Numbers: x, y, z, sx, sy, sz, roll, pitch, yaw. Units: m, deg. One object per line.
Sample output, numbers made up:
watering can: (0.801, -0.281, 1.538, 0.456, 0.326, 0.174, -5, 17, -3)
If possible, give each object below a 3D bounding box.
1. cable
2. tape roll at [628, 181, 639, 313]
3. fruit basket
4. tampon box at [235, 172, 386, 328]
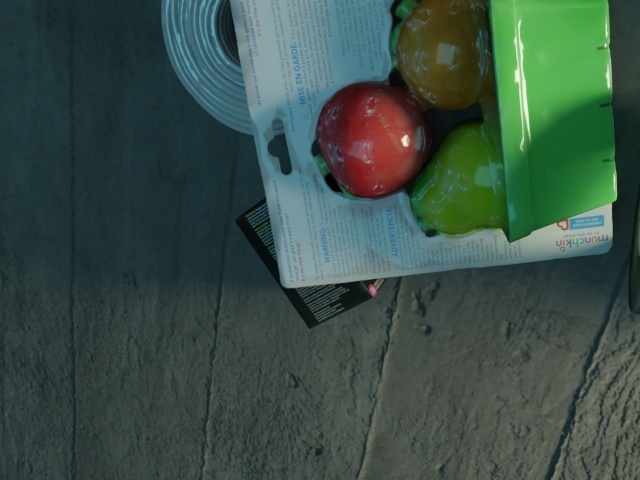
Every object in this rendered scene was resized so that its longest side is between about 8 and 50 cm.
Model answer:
cable: (-0.056, -0.245, 0.808, 0.257, 0.089, 0.257, -23, 101, 27)
tape roll: (0.341, -0.035, 0.662, 0.072, 0.219, 0.219, 7, 113, 19)
fruit basket: (0.106, -0.123, 0.726, 0.353, 0.165, 0.327, -6, 106, 15)
tampon box: (0.000, 0.000, 0.866, 0.101, 0.120, 0.161, -30, 98, 29)
